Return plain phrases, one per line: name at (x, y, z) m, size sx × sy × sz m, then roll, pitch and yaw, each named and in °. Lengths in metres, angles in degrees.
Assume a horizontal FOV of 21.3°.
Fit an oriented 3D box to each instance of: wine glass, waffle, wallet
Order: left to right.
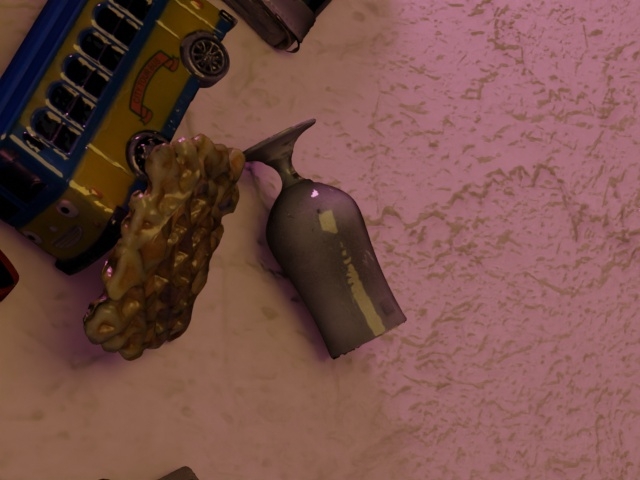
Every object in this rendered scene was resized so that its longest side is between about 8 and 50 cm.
waffle at (-0.136, 0.010, 1.570) m, size 0.054 × 0.204 × 0.223 m, roll 23°, pitch 96°, yaw 13°
wallet at (-0.027, -0.333, 1.873) m, size 0.170 × 0.069 × 0.231 m, roll 47°, pitch 54°, yaw -14°
wine glass at (0.000, 0.000, 1.730) m, size 0.103 × 0.103 × 0.231 m, roll -25°, pitch 88°, yaw -38°

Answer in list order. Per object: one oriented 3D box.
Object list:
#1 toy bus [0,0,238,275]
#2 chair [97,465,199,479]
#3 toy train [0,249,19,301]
toy bus at (-0.215, -0.129, 1.619) m, size 0.175 × 0.138 × 0.287 m, roll 36°, pitch 55°, yaw -18°
chair at (-0.176, 0.292, 1.446) m, size 0.319 × 0.186 × 0.160 m, roll -18°, pitch 76°, yaw -35°
toy train at (-0.410, 0.106, 1.427) m, size 0.086 × 0.089 × 0.409 m, roll 49°, pitch 53°, yaw 0°
